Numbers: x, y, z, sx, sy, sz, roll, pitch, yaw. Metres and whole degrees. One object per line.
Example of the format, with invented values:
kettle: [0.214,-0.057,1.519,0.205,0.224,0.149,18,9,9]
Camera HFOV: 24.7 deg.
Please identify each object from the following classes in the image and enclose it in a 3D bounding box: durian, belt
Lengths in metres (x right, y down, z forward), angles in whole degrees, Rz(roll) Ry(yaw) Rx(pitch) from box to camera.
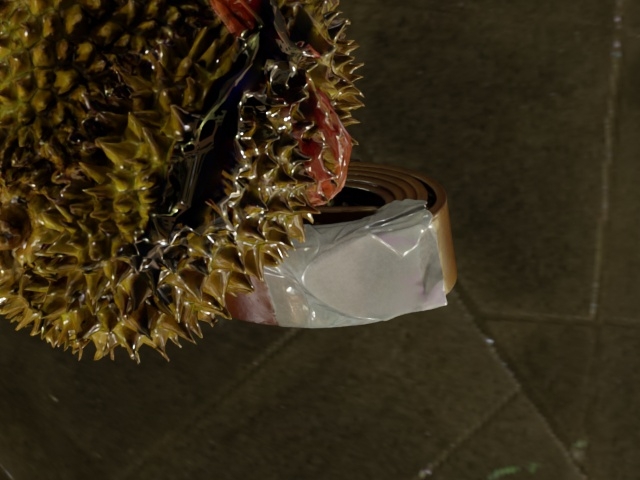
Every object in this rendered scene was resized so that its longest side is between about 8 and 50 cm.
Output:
durian: [-0.135,-0.101,1.148,0.384,0.348,0.347,-41,106,-39]
belt: [0.000,0.000,1.679,0.217,0.339,0.122,-44,129,-45]
